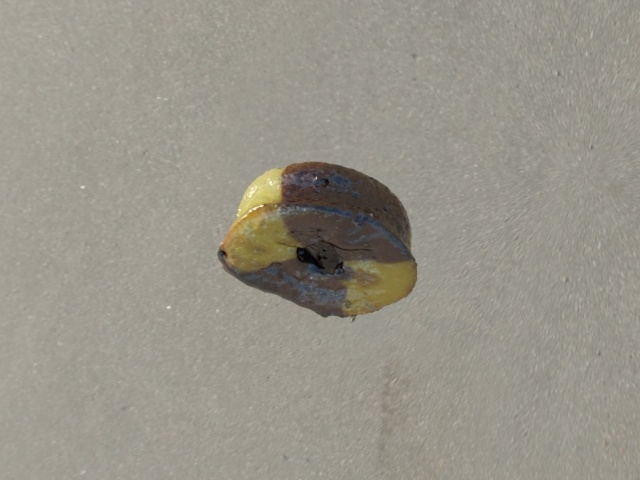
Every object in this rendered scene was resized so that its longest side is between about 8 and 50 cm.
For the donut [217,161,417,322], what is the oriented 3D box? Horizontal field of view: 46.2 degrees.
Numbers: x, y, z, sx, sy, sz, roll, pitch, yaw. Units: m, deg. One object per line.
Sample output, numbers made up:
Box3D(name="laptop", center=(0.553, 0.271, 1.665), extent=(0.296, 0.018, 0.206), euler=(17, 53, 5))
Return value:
Box3D(name="donut", center=(0.000, 0.000, 0.532), extent=(0.140, 0.140, 0.059), euler=(-5, 54, 20))
